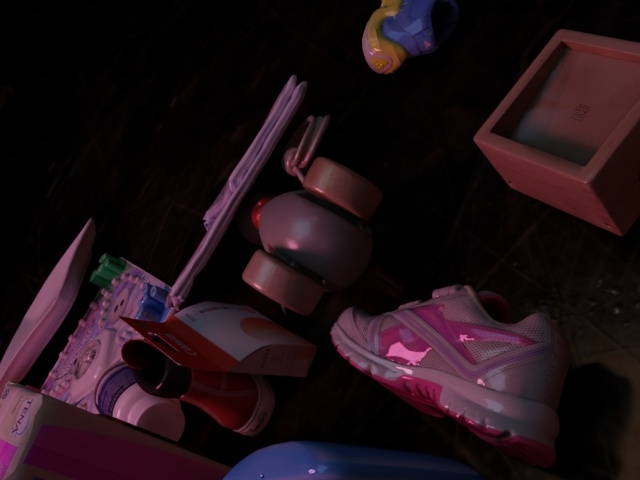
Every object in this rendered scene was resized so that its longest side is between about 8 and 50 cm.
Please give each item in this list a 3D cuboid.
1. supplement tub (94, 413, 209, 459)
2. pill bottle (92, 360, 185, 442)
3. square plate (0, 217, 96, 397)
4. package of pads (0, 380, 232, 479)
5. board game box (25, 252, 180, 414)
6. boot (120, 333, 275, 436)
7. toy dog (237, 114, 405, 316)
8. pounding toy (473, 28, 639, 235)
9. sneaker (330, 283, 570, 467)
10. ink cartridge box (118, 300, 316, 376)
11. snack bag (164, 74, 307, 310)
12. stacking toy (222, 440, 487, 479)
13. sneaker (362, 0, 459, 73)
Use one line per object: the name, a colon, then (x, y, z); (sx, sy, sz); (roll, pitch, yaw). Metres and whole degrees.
supplement tub: (-0.231, 0.267, 0.798); (0.106, 0.198, 0.106); (-36, 36, 31)
pill bottle: (-0.252, 0.233, 0.959); (0.169, 0.094, 0.094); (11, 71, 58)
square plate: (-0.610, 0.157, 1.526); (0.347, 0.049, 0.344); (-50, 23, 20)
package of pads: (-0.206, 0.294, 0.642); (0.101, 0.297, 0.229); (1, 62, 45)
board game box: (-0.433, 0.222, 1.266); (0.390, 0.050, 0.389); (16, 75, 58)
boot: (-0.172, 0.136, 0.859); (0.088, 0.176, 0.244); (-58, 29, 3)
toy dog: (0.000, 0.000, 0.814); (0.220, 0.161, 0.333); (-50, 16, 16)
pounding toy: (0.267, -0.098, 0.552); (0.181, 0.094, 0.206); (-52, 40, -1)
sneaker: (0.111, 0.093, 0.589); (0.252, 0.103, 0.111); (16, 71, 51)
ink cartridge box: (-0.116, 0.104, 0.780); (0.145, 0.179, 0.045); (23, 93, 46)
snack bag: (-0.141, -0.050, 1.006); (0.342, 0.037, 0.323); (-61, 10, -13)
stacking toy: (0.024, 0.303, 0.478); (0.175, 0.166, 0.301); (-33, 49, 49)
sneaker: (0.143, -0.330, 0.961); (0.126, 0.091, 0.240); (-5, 55, 31)
